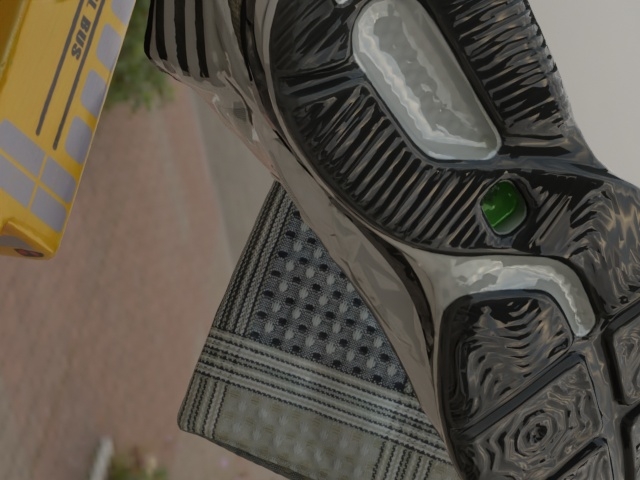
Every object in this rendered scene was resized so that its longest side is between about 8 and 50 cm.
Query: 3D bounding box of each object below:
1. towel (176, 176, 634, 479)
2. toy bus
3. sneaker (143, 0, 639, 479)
[{"bbox_3d":[0.084,0.064,1.233,0.056,0.324,0.312,55,58,-74],"label":"towel"},{"bbox_3d":[-0.205,-0.103,1.002,0.130,0.108,0.333,47,54,-59],"label":"toy bus"},{"bbox_3d":[0.056,-0.034,0.904,0.257,0.169,0.447,45,-12,52],"label":"sneaker"}]
